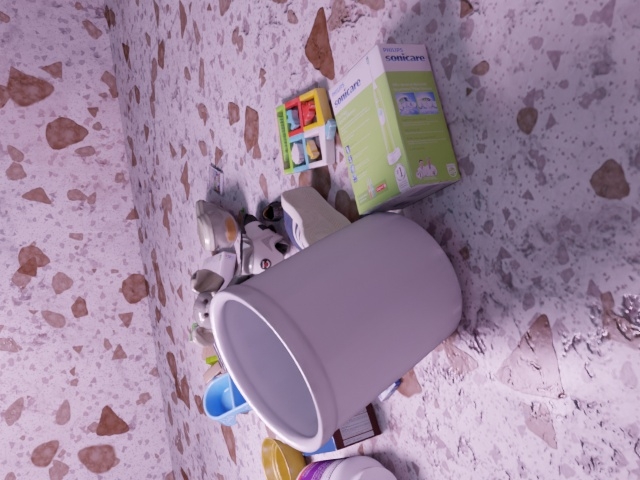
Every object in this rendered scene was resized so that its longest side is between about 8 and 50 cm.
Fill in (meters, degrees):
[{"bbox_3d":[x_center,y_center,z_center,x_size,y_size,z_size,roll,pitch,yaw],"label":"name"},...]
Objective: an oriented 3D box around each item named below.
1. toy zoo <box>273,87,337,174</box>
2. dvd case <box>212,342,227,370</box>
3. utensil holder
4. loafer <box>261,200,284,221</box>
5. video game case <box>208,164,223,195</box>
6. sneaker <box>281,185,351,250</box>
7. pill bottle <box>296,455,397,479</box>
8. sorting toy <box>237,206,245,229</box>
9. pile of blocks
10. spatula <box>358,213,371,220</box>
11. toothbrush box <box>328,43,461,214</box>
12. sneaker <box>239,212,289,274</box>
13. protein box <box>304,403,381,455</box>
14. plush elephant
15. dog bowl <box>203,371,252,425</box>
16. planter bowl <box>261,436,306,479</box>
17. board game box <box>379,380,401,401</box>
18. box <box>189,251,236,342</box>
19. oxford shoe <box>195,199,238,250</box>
[{"bbox_3d":[-0.036,-0.282,1.645,0.293,0.030,0.193,-4,95,60],"label":"toy zoo"},{"bbox_3d":[-0.316,0.306,2.128,0.018,0.164,0.222,-18,98,36],"label":"dvd case"},{"bbox_3d":[0.037,0.154,1.208,0.327,0.385,0.328,36,143,34],"label":"utensil holder"},{"bbox_3d":[-0.143,-0.086,1.856,0.170,0.061,0.062,-16,86,61],"label":"loafer"},{"bbox_3d":[-0.383,-0.221,2.291,0.122,0.011,0.087,35,127,52],"label":"video game case"},{"bbox_3d":[0.000,0.000,1.567,0.350,0.131,0.148,-120,20,-53],"label":"sneaker"},{"bbox_3d":[0.067,0.640,1.574,0.323,0.181,0.182,-39,65,57],"label":"pill bottle"},{"bbox_3d":[-0.265,-0.074,2.124,0.083,0.012,0.062,112,143,-48],"label":"sorting toy"},{"bbox_3d":[-0.327,0.498,2.281,0.149,0.112,0.362,-41,48,11],"label":"pile of blocks"},{"bbox_3d":[0.084,0.038,1.524,0.084,0.030,0.297,52,140,45],"label":"spatula"},{"bbox_3d":[0.141,-0.217,1.258,0.206,0.122,0.284,-29,73,60],"label":"toothbrush box"},{"bbox_3d":[-0.171,0.015,1.885,0.331,0.146,0.123,-109,22,-63],"label":"sneaker"},{"bbox_3d":[0.026,0.435,1.633,0.200,0.135,0.201,-41,63,57],"label":"protein box"},{"bbox_3d":[-0.289,0.205,1.999,0.330,0.255,0.272,-26,75,60],"label":"plush elephant"},{"bbox_3d":[-0.275,0.508,2.100,0.297,0.074,0.166,-31,55,25],"label":"dog bowl"},{"bbox_3d":[-0.103,0.719,1.986,0.217,0.090,0.217,27,122,55],"label":"planter bowl"},{"bbox_3d":[0.149,0.326,1.503,0.090,0.020,0.090,62,145,30],"label":"board game box"},{"bbox_3d":[-0.393,0.213,2.281,0.232,0.058,0.322,-17,61,61],"label":"box"},{"bbox_3d":[-0.371,-0.055,2.219,0.449,0.129,0.169,-148,47,-71],"label":"oxford shoe"}]
